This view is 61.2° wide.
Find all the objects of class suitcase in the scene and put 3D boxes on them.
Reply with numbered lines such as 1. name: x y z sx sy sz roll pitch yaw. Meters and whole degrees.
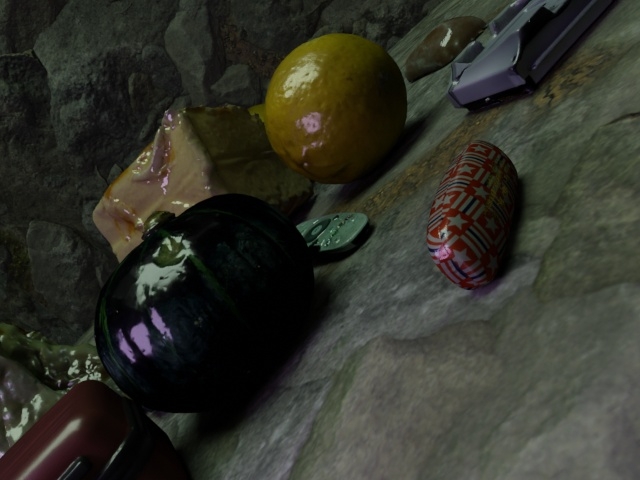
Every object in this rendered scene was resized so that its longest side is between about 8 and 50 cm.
1. suitcase: -0.295 0.308 0.575 0.297 0.161 0.236 -49 16 -17

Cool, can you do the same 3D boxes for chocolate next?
1. chocolate: 0.313 -0.524 1.445 0.161 0.083 0.261 -49 15 -12

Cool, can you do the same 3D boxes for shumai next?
1. shumai: -0.531 0.282 0.984 0.324 0.323 0.397 -34 15 42

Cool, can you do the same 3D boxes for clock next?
1. clock: 0.319 -0.315 0.832 0.253 0.083 0.186 -46 15 -11

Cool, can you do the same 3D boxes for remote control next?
1. remote control: -0.001 -0.001 0.898 0.097 0.045 0.256 -50 19 -20

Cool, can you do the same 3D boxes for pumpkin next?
1. pumpkin: -0.158 0.066 0.725 0.315 0.238 0.315 -38 12 10

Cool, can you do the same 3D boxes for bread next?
1. bread: -0.268 -0.087 1.246 0.390 0.279 0.371 -38 -6 32

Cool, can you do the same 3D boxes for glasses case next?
1. glasses case: 0.151 -0.037 0.517 0.049 0.073 0.194 -39 14 43

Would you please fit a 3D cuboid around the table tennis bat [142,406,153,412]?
1. table tennis bat: -0.227 0.157 0.975 0.215 0.044 0.329 -51 12 43

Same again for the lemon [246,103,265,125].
1. lemon: -0.146 -0.244 1.547 0.285 0.285 0.316 -40 58 17

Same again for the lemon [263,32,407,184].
1. lemon: 0.029 -0.259 1.077 0.297 0.297 0.297 -41 15 13
